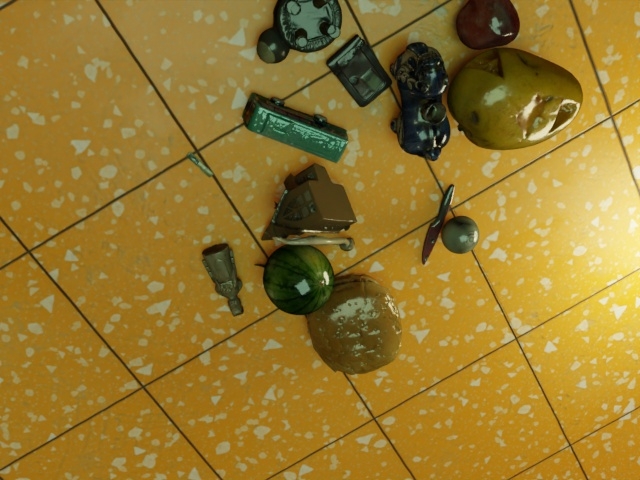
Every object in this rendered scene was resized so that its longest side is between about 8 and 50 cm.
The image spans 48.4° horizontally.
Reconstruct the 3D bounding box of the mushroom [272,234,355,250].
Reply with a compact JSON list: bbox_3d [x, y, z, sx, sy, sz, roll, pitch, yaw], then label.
[{"bbox_3d":[0.001,0.003,1.816,0.068,0.043,0.306,-32,159,30],"label":"mushroom"}]

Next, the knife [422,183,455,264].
[{"bbox_3d":[0.321,-0.042,1.964,0.035,0.018,0.247,11,111,-18],"label":"knife"}]

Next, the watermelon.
[{"bbox_3d":[-0.064,0.099,1.863,0.188,0.214,0.188,-5,98,-36],"label":"watermelon"}]

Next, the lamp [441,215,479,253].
[{"bbox_3d":[0.381,-0.015,1.939,0.105,0.105,0.105,-4,113,-9],"label":"lamp"}]

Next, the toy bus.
[{"bbox_3d":[-0.060,-0.276,1.747,0.261,0.109,0.091,17,115,-16],"label":"toy bus"}]

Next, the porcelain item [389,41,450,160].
[{"bbox_3d":[0.258,-0.332,1.732,0.138,0.186,0.288,-12,118,-11],"label":"porcelain item"}]

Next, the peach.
[{"bbox_3d":[0.405,-0.519,1.707,0.152,0.152,0.152,-4,113,-9],"label":"peach"}]

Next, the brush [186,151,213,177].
[{"bbox_3d":[-0.302,-0.189,1.788,0.016,0.013,0.083,-43,115,6],"label":"brush"}]

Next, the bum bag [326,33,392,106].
[{"bbox_3d":[0.097,-0.416,1.762,0.109,0.026,0.159,-38,119,7],"label":"bum bag"}]

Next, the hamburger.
[{"bbox_3d":[0.096,0.239,1.976,0.259,0.144,0.283,-23,117,0],"label":"hamburger"}]

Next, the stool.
[{"bbox_3d":[-0.038,-0.490,1.639,0.153,0.139,0.228,27,103,-18],"label":"stool"}]

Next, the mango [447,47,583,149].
[{"bbox_3d":[0.490,-0.352,1.780,0.365,0.182,0.253,-6,124,-21],"label":"mango"}]

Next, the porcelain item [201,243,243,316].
[{"bbox_3d":[-0.251,0.115,1.905,0.084,0.054,0.213,-16,116,-2],"label":"porcelain item"}]

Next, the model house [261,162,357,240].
[{"bbox_3d":[-0.069,-0.071,1.827,0.248,0.181,0.176,-28,75,30],"label":"model house"}]
